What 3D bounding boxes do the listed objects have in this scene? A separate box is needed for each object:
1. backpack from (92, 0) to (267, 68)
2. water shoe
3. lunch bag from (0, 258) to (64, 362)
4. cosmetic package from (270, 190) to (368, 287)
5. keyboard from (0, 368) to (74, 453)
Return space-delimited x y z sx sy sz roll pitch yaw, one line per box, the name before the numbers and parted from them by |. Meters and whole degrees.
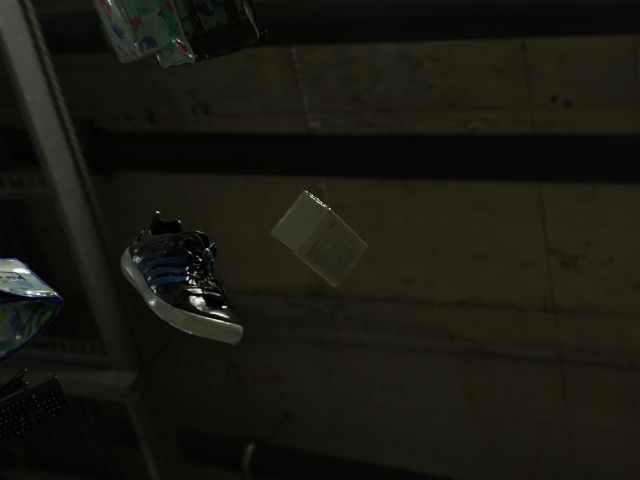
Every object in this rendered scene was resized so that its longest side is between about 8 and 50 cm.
backpack | -0.199 -0.345 1.325 0.225 0.191 0.254 -161 -125 -68
water shoe | -0.132 0.030 1.021 0.203 0.073 0.080 33 -82 48
lunch bag | -0.396 0.080 1.253 0.128 0.151 0.096 30 -44 44
cosmetic package | 0.000 0.000 1.100 0.041 0.060 0.115 37 -4 30
keyboard | -0.469 0.262 1.561 0.100 0.192 0.038 65 -11 -7
